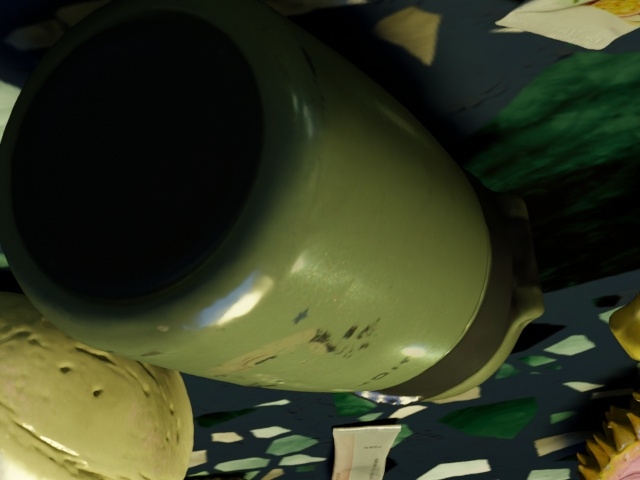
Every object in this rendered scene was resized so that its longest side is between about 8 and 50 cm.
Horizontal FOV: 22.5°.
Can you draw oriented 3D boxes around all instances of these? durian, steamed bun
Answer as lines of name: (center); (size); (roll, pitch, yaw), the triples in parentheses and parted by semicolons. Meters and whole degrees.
durian: (0.313, 0.198, 1.472); (0.191, 0.112, 0.341); (-6, 150, 15)
steamed bun: (-0.204, 0.133, 1.036); (0.200, 0.155, 0.250); (-21, 157, 25)

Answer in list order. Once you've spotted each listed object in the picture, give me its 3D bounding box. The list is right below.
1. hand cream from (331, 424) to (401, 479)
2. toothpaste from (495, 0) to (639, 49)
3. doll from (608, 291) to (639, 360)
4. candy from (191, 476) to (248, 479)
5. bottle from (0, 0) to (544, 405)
hand cream: (0.033, 0.212, 1.476); (0.052, 0.038, 0.216); (-29, 156, -19)
toothpaste: (0.212, -0.156, 0.686); (0.058, 0.056, 0.314); (47, 135, -15)
doll: (0.302, -0.013, 0.955); (0.141, 0.117, 0.296); (7, 152, -40)
candy: (-0.110, 0.259, 1.473); (0.110, 0.085, 0.095); (-10, 168, -30)
bottle: (-0.001, 0.001, 0.813); (0.168, 0.169, 0.347); (-20, 159, 22)
